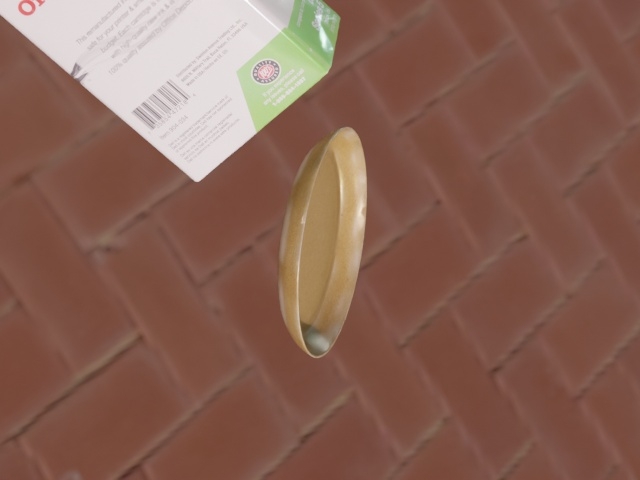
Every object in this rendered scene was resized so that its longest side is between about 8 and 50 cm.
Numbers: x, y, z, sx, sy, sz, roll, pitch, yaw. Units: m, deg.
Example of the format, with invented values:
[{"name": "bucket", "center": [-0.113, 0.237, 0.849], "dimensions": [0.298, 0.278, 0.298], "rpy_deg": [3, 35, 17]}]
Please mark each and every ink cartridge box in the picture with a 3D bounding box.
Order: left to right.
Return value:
[{"name": "ink cartridge box", "center": [-0.147, -0.221, 1.896], "dimensions": [0.273, 0.198, 0.115], "rpy_deg": [41, 30, -19]}]

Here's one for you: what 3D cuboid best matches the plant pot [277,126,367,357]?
[{"name": "plant pot", "center": [0.000, 0.000, 1.987], "dimensions": [0.236, 0.032, 0.236], "rpy_deg": [9, 90, -74]}]
